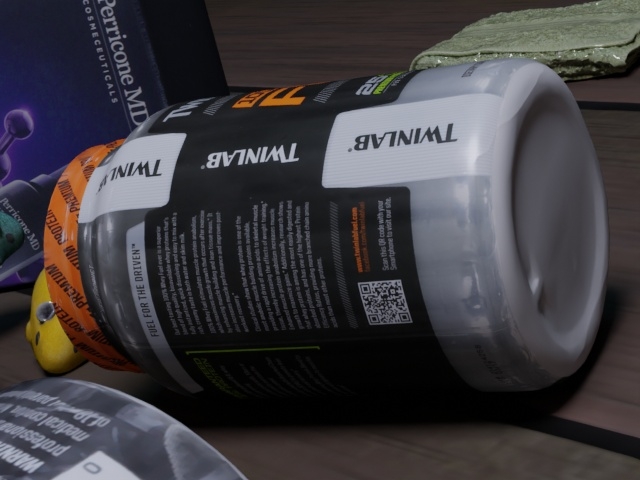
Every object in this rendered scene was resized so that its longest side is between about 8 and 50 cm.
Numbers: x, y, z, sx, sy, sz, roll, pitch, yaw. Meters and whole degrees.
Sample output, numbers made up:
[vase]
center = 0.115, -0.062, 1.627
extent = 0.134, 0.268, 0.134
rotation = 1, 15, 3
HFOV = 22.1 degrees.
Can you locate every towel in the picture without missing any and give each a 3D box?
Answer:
[towel]
center = 0.137, -0.120, 0.989
extent = 0.148, 0.027, 0.110
rotation = -3, 21, 34

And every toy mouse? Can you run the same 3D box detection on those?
[toy mouse]
center = -0.162, 0.020, 0.720
extent = 0.143, 0.031, 0.161
rotation = 14, 41, 6

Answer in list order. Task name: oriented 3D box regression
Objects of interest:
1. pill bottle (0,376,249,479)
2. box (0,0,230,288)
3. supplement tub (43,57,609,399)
[pill bottle]
center = -0.110, 0.133, 0.283
extent = 0.130, 0.130, 0.246
rotation = 3, 26, 44
[box]
center = -0.157, -0.064, 0.857
extent = 0.207, 0.153, 0.108
rotation = -11, 19, 15
[supplement tub]
center = 0.000, 0.000, 0.603
extent = 0.190, 0.117, 0.117
rotation = -4, 21, 28
